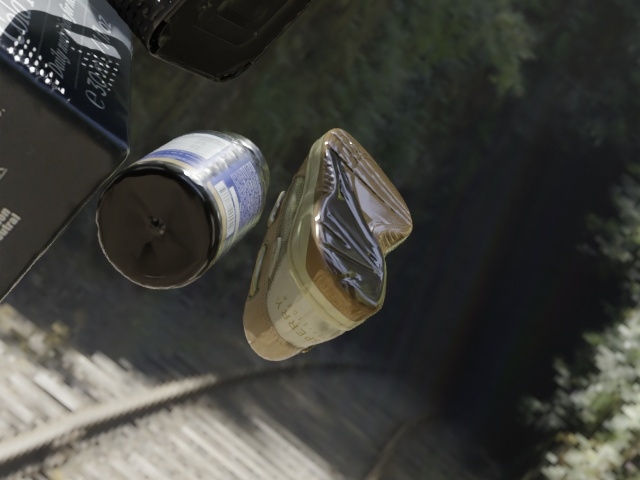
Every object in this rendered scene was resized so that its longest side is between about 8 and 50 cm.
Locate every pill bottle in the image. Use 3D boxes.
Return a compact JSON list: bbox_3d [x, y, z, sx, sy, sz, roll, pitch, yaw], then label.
[{"bbox_3d":[-0.124,-0.040,1.456,0.123,0.123,0.219,39,21,2],"label":"pill bottle"}]

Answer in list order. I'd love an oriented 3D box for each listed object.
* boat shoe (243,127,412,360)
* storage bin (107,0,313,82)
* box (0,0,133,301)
[{"bbox_3d":[0.000,0.000,1.176,0.109,0.098,0.302,47,21,-13],"label":"boat shoe"},{"bbox_3d":[-0.046,-0.196,0.922,0.084,0.180,0.122,51,14,20],"label":"storage bin"},{"bbox_3d":[-0.391,-0.188,0.994,0.472,0.297,0.480,36,18,-22],"label":"box"}]
